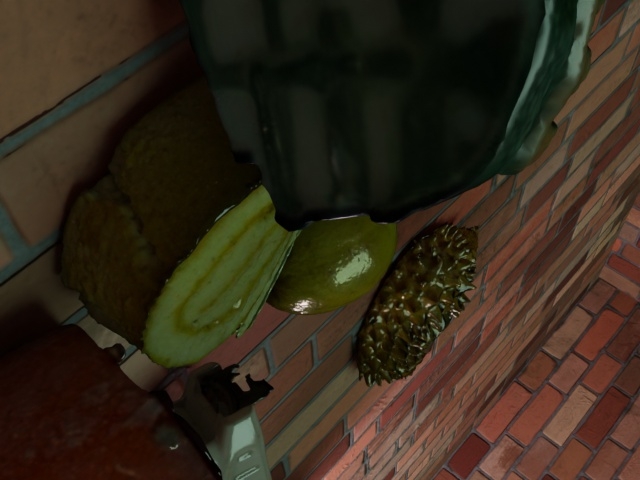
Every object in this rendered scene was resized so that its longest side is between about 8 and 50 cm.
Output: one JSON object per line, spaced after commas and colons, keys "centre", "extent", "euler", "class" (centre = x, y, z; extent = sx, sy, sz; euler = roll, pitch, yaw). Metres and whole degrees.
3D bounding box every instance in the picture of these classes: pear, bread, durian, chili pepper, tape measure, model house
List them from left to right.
{"centre": [-0.229, 0.225, 0.529], "extent": [0.305, 0.229, 0.251], "euler": [-29, 114, -35], "class": "chili pepper"}
{"centre": [-0.159, 0.293, 0.798], "extent": [0.265, 0.130, 0.258], "euler": [-24, 127, -22], "class": "tape measure"}
{"centre": [-0.087, -0.026, 0.600], "extent": [0.257, 0.124, 0.186], "euler": [-55, 161, -1], "class": "bread"}
{"centre": [0.000, 0.000, 0.747], "extent": [0.162, 0.149, 0.148], "euler": [-36, 149, -26], "class": "pear"}
{"centre": [0.163, 0.125, 1.217], "extent": [0.341, 0.112, 0.191], "euler": [-60, 156, 16], "class": "durian"}
{"centre": [0.095, -0.200, 0.494], "extent": [0.329, 0.252, 0.294], "euler": [-29, 106, -48], "class": "model house"}
